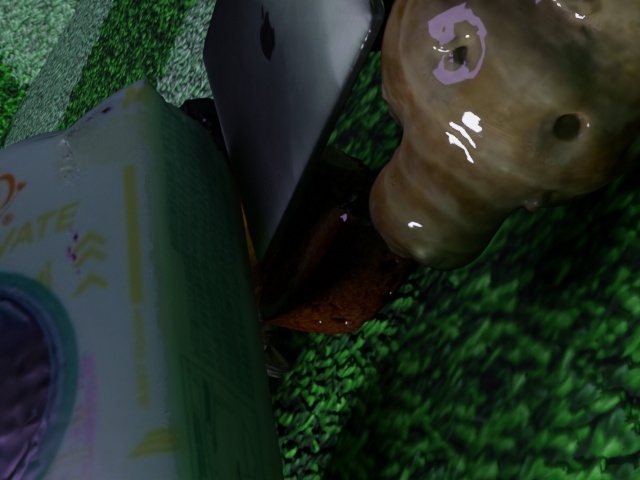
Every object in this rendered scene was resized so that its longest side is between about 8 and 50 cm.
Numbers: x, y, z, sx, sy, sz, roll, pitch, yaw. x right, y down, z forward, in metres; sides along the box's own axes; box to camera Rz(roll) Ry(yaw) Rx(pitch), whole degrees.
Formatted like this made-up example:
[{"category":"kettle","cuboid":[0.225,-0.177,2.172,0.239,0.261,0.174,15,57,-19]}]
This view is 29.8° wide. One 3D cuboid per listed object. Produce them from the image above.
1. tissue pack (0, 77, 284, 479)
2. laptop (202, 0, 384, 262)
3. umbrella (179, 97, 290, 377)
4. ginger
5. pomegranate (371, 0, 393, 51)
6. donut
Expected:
[{"category":"tissue pack","cuboid":[-0.177,0.120,0.749,0.287,0.162,0.388,-22,49,14]},{"category":"laptop","cuboid":[-0.028,-0.128,0.753,0.269,0.015,0.188,118,140,-56]},{"category":"umbrella","cuboid":[-0.105,-0.007,1.038,0.113,0.106,0.358,-44,36,28]},{"category":"ginger","cuboid":[0.143,-0.140,0.595,0.375,0.176,0.256,-57,7,27]},{"category":"pomegranate","cuboid":[0.024,-0.281,0.844,0.235,0.302,0.236,-19,21,7]},{"category":"donut","cuboid":[-0.001,-0.001,0.876,0.141,0.085,0.217,-62,23,17]}]
